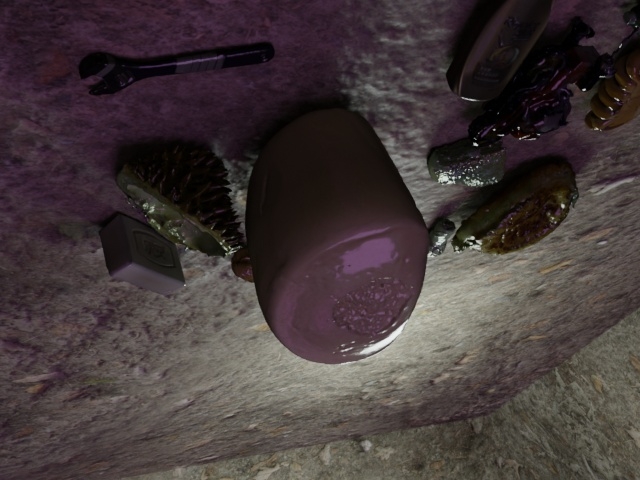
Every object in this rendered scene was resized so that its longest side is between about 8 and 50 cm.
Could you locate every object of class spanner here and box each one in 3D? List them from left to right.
[{"bbox_3d":[-0.224,-0.277,1.369,0.315,0.024,0.087,-12,153,-19],"label":"spanner"}]

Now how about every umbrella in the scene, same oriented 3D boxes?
[{"bbox_3d":[0.296,-0.003,2.174,0.067,0.062,0.143,-41,164,-32],"label":"umbrella"}]

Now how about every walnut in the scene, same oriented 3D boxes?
[{"bbox_3d":[-0.158,0.057,1.945,0.082,0.079,0.096,-32,149,25],"label":"walnut"}]

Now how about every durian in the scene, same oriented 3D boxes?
[{"bbox_3d":[-0.253,-0.042,1.634,0.198,0.163,0.394,-17,159,-2],"label":"durian"}]

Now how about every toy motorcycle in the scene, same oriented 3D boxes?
[{"bbox_3d":[0.453,-0.308,1.643,0.207,0.134,0.401,-5,150,-28],"label":"toy motorcycle"}]

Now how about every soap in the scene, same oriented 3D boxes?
[{"bbox_3d":[-0.357,0.032,1.724,0.063,0.121,0.183,-29,152,19],"label":"soap"}]

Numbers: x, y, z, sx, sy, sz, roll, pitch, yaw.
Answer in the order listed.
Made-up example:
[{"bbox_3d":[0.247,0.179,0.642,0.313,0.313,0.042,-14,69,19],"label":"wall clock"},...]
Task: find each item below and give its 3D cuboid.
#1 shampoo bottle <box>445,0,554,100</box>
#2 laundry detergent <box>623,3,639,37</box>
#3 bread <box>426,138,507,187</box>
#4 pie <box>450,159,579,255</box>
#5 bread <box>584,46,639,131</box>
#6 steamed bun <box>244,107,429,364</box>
[{"bbox_3d":[0.335,-0.387,1.475,0.125,0.084,0.350,-4,148,-25],"label":"shampoo bottle"},{"bbox_3d":[0.670,-0.428,1.648,0.210,0.063,0.137,-11,157,-17],"label":"laundry detergent"},{"bbox_3d":[0.345,-0.172,1.890,0.232,0.064,0.172,8,144,-44],"label":"bread"},{"bbox_3d":[0.492,-0.065,2.134,0.288,0.103,0.354,3,141,-49],"label":"pie"},{"bbox_3d":[0.646,-0.322,1.803,0.134,0.081,0.225,-15,151,-22],"label":"bread"},{"bbox_3d":[0.000,0.000,1.639,0.290,0.371,0.456,-10,141,-15],"label":"steamed bun"}]
